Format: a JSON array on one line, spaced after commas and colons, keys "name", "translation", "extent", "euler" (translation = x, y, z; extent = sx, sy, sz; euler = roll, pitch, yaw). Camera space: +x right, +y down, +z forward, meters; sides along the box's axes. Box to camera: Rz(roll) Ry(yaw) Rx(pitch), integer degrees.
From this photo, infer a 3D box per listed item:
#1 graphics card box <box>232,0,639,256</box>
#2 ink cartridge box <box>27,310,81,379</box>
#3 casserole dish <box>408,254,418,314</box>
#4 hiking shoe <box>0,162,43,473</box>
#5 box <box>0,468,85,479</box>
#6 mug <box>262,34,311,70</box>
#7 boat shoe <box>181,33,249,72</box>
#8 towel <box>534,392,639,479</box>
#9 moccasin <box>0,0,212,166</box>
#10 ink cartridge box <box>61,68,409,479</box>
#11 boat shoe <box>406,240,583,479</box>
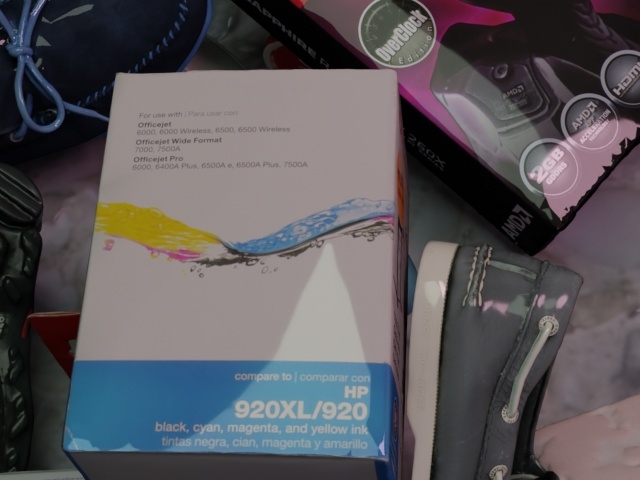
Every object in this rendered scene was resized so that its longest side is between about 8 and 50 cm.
[{"name": "graphics card box", "translation": [0.098, -0.194, 1.011], "extent": [0.371, 0.094, 0.233], "euler": [42, 76, 6]}, {"name": "ink cartridge box", "translation": [-0.078, 0.107, 0.927], "extent": [0.231, 0.134, 0.078], "euler": [-1, 61, 7]}, {"name": "casserole dish", "translation": [0.000, 0.000, 1.036], "extent": [0.114, 0.037, 0.188], "euler": [-25, 61, -7]}, {"name": "hiking shoe", "translation": [-0.255, 0.097, 0.977], "extent": [0.113, 0.132, 0.304], "euler": [14, 82, -10]}, {"name": "box", "translation": [-0.158, 0.260, 0.860], "extent": [0.103, 0.114, 0.203], "euler": [-4, 60, 3]}, {"name": "mug", "translation": [0.041, -0.201, 1.097], "extent": [0.150, 0.113, 0.169], "euler": [7, 62, 41]}, {"name": "boat shoe", "translation": [-0.173, -0.160, 1.120], "extent": [0.302, 0.114, 0.091], "euler": [38, 112, 17]}, {"name": "towel", "translation": [0.312, 0.164, 0.802], "extent": [0.317, 0.053, 0.332], "euler": [-19, 23, -5]}, {"name": "moccasin", "translation": [-0.238, -0.112, 1.022], "extent": [0.342, 0.117, 0.137], "euler": [-30, 80, 18]}, {"name": "ink cartridge box", "translation": [-0.035, 0.039, 0.783], "extent": [0.168, 0.171, 0.232], "euler": [0, 63, 6]}, {"name": "boat shoe", "translation": [0.103, 0.159, 0.806], "extent": [0.099, 0.116, 0.319], "euler": [2, 103, 11]}]
